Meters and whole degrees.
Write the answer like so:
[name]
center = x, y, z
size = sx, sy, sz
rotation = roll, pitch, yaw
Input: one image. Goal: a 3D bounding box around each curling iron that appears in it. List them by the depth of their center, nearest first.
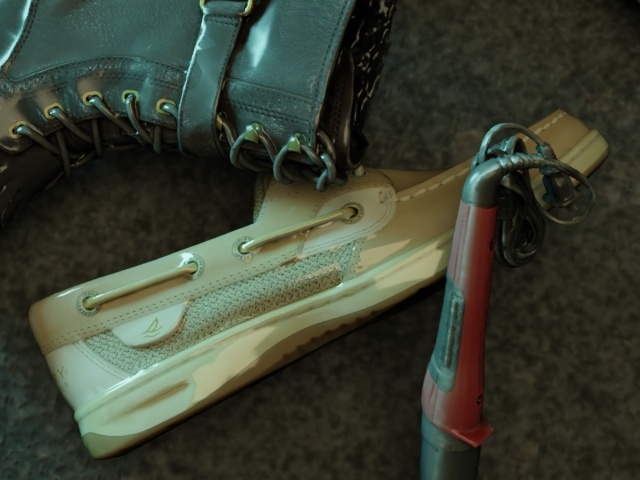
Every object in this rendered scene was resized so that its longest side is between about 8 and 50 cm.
[curling iron]
center = 0.076, 0.077, 0.738
size = 0.068, 0.035, 0.274
rotation = -2, 113, -25

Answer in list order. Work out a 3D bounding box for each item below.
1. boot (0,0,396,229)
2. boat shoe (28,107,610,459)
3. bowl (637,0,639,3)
[boot]
center = -0.088, -0.061, 0.752
size = 0.229, 0.091, 0.263
rotation = 14, 76, 23
[boat shoe]
center = 0.000, 0.000, 0.781
size = 0.302, 0.109, 0.098
rotation = -28, 84, -2
[bowl]
center = 0.220, -0.173, 0.847
size = 0.142, 0.053, 0.142
rotation = 41, 80, 3
